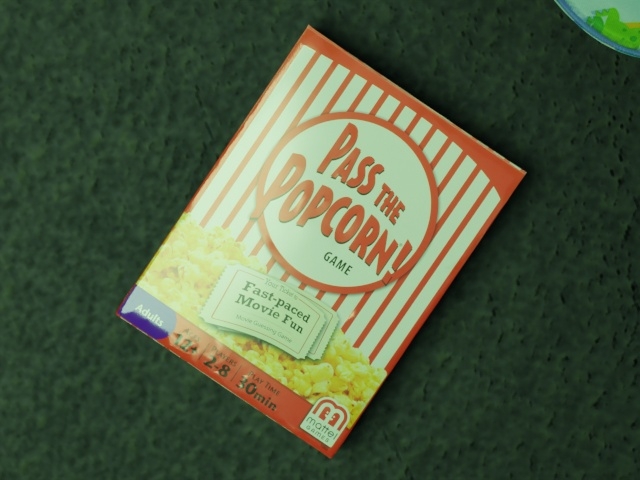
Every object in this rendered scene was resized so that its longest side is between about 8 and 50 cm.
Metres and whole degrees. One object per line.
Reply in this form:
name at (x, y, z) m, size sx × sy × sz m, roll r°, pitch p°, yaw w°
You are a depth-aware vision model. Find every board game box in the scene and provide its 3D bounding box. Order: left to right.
board game box at (0.000, 0.000, 0.980) m, size 0.146 × 0.045 × 0.193 m, roll 33°, pitch 94°, yaw -1°

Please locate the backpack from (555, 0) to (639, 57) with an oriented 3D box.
backpack at (0.150, -0.261, 0.829) m, size 0.290 × 0.355 × 0.273 m, roll -26°, pitch 55°, yaw 5°
